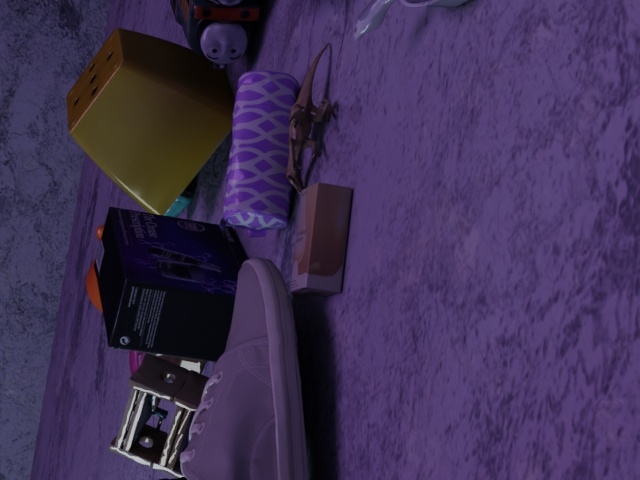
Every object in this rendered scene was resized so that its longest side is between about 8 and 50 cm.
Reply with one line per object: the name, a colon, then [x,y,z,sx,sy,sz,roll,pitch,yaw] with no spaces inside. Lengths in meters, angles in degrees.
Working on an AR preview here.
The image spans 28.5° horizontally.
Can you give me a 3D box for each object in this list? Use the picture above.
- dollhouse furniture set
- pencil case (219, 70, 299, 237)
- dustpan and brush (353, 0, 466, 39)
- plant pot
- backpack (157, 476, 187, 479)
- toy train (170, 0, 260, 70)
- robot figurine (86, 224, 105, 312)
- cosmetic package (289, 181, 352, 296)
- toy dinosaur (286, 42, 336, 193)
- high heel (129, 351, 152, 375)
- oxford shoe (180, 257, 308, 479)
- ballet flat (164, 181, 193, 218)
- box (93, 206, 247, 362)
dollhouse furniture set: [-0.180,0.207,1.700,0.183,0.129,0.129,-63,-5,-59]
pencil case: [-0.071,-0.107,1.559,0.088,0.086,0.206,65,-150,-73]
dustpan and brush: [0.093,-0.250,1.162,0.211,0.060,0.147,124,150,-51]
plant pot: [-0.272,-0.200,1.931,0.212,0.187,0.212,-50,29,17]
backpack: [-0.185,0.403,1.577,0.152,0.115,0.182,-146,65,-68]
toy train: [-0.161,-0.389,1.907,0.334,0.142,0.190,-115,27,-57]
robot figurine: [-0.337,0.059,2.188,0.219,0.128,0.158,140,136,-63]
cosmetic package: [0.000,0.000,1.345,0.060,0.041,0.115,154,123,-69]
toy dinosaur: [-0.020,-0.146,1.465,0.092,0.053,0.183,-155,75,-73]
high heel: [-0.286,0.120,2.070,0.117,0.082,0.244,-33,65,53]
oxford shoe: [-0.082,0.199,1.314,0.169,0.130,0.449,91,176,-51]
ballet flat: [-0.241,-0.146,2.115,0.087,0.083,0.247,-31,47,35]
box: [-0.191,0.056,1.663,0.261,0.184,0.103,-123,48,-64]
